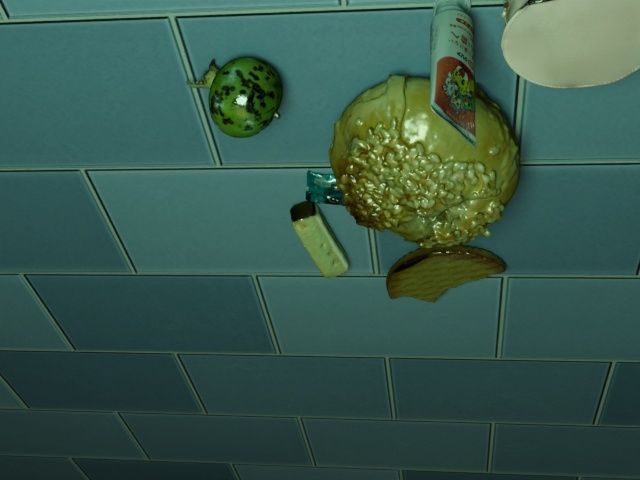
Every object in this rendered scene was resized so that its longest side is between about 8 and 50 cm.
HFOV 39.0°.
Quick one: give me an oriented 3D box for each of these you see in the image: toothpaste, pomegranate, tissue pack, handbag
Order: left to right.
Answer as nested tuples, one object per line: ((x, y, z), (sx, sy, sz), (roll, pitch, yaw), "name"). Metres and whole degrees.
((-0.127, -0.220, 1.339), (0.161, 0.122, 0.122), (28, 148, 17), "pomegranate")
((0.043, -0.083, 1.568), (0.138, 0.028, 0.085), (4, 144, -2), "tissue pack")
((0.170, -0.227, 1.168), (0.057, 0.234, 0.089), (-27, 134, 38), "toothpaste")
((0.332, -0.297, 1.149), (0.205, 0.116, 0.179), (-7, 142, 19), "handbag")

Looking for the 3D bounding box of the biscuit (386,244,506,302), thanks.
((0.238, 0.062, 1.737), (0.228, 0.031, 0.176), (-1, 145, 7), "biscuit")

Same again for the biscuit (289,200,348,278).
((0.000, 0.000, 1.668), (0.056, 0.052, 0.188), (-21, 140, 8), "biscuit")

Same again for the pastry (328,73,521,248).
((0.160, -0.103, 1.385), (0.284, 0.184, 0.315), (-20, 136, 31), "pastry")
